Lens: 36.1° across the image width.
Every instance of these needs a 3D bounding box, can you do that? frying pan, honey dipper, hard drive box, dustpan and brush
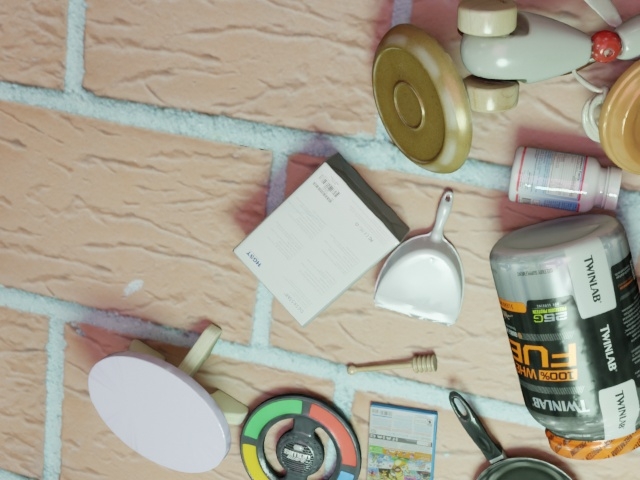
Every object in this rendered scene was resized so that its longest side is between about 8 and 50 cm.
[{"bbox_3d":[0.303,0.416,1.678,0.326,0.053,0.197,38,112,6],"label":"frying pan"},{"bbox_3d":[0.121,0.216,1.689,0.160,0.030,0.031,-6,103,22],"label":"honey dipper"},{"bbox_3d":[0.000,0.000,1.629,0.232,0.089,0.181,-42,90,22],"label":"hard drive box"},{"bbox_3d":[0.182,0.022,1.606,0.147,0.060,0.211,15,116,0],"label":"dustpan and brush"}]

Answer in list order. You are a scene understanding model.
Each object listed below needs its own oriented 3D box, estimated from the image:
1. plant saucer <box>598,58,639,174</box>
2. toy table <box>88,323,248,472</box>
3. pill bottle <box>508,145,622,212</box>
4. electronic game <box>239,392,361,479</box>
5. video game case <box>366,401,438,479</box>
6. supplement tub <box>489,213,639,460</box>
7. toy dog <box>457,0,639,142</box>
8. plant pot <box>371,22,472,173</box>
[{"bbox_3d":[0.499,-0.178,1.406,0.199,0.037,0.200,-6,123,-9],"label":"plant saucer"},{"bbox_3d":[-0.261,0.280,1.748,0.274,0.161,0.252,42,113,3],"label":"toy table"},{"bbox_3d":[0.372,-0.090,1.493,0.160,0.087,0.087,10,108,13],"label":"pill bottle"},{"bbox_3d":[-0.037,0.384,1.771,0.229,0.048,0.229,5,106,16],"label":"electronic game"},{"bbox_3d":[0.143,0.372,1.732,0.119,0.015,0.166,6,107,14],"label":"video game case"},{"bbox_3d":[0.391,0.145,1.491,0.207,0.207,0.338,-13,101,19],"label":"supplement tub"},{"bbox_3d":[0.329,-0.288,1.418,0.333,0.161,0.220,10,119,-19],"label":"toy dog"},{"bbox_3d":[0.142,-0.206,1.472,0.032,0.236,0.236,-23,100,-22],"label":"plant pot"}]
